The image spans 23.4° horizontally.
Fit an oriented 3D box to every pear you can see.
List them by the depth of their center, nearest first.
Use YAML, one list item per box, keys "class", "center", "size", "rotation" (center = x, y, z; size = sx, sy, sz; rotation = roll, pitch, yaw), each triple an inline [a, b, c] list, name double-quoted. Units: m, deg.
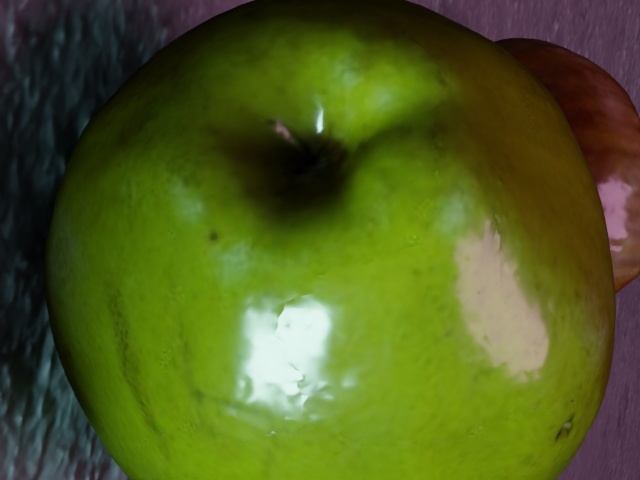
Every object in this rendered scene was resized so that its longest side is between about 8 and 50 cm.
- class: "pear"
  center: [0.011, 0.027, 0.691]
  size: [0.307, 0.253, 0.253]
  rotation: [62, 44, -62]

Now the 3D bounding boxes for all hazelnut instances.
- class: "hazelnut"
  center: [0.148, -0.044, 1.133]
  size: [0.214, 0.176, 0.214]
  rotation: [19, 61, -37]
